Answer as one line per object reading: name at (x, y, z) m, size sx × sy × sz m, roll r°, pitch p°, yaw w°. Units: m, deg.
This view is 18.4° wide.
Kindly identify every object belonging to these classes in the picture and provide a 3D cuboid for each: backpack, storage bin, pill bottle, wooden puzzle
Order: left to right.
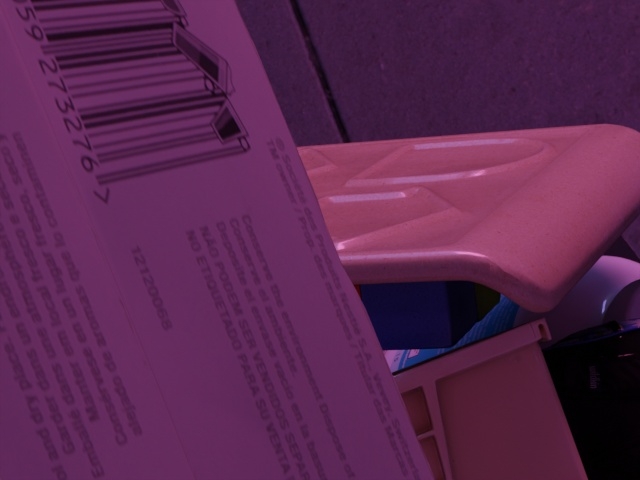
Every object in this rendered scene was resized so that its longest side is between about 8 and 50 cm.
wooden puzzle at (0.000, 0.000, 1.140) m, size 0.348 × 0.080 × 0.322 m, roll 2°, pitch 15°, yaw 21°
storage bin at (0.002, 0.151, 1.086) m, size 0.260 × 0.123 × 0.262 m, roll -20°, pitch -3°, yaw -6°
pill bottle at (0.156, 0.095, 1.302) m, size 0.146 × 0.146 × 0.264 m, roll -19°, pitch -5°, yaw -33°
backpack at (0.181, 0.095, 1.125) m, size 0.114 × 0.105 × 0.084 m, roll -16°, pitch -3°, yaw 4°

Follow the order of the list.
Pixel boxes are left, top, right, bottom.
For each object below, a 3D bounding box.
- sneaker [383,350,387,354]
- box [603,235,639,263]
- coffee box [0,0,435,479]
sneaker at (0.007, 0.099, 1.429) m, size 0.110 × 0.283 × 0.122 m, roll 3°, pitch -27°, yaw 18°
box at (0.146, 0.090, 1.577) m, size 0.261 × 0.184 × 0.103 m, roll -19°, pitch -31°, yaw -22°
coffee box at (-0.203, 0.079, 0.613) m, size 0.334 × 0.337 × 0.338 m, roll -24°, pitch -4°, yaw 28°
